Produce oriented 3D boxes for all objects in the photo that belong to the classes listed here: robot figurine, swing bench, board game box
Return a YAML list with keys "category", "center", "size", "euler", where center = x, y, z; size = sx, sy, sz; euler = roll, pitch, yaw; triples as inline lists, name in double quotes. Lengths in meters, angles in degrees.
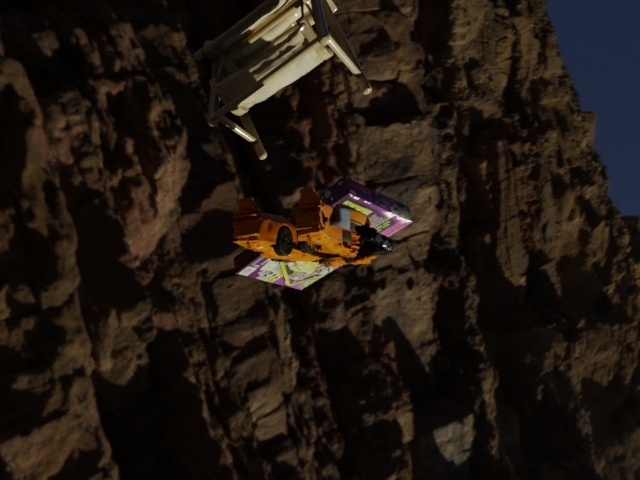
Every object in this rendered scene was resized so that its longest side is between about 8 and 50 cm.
- category: "robot figurine"
  center: [0.000, -0.010, 0.877]
  size: [0.211, 0.291, 0.085]
  euler: [-6, -100, 24]
- category: "swing bench"
  center: [-0.082, -0.334, 1.001]
  size: [0.253, 0.165, 0.254]
  euler: [-30, -121, 20]
- category: "board game box"
  center: [0.000, 0.000, 1.176]
  size: [0.347, 0.208, 0.056]
  euler: [-34, -130, 33]
